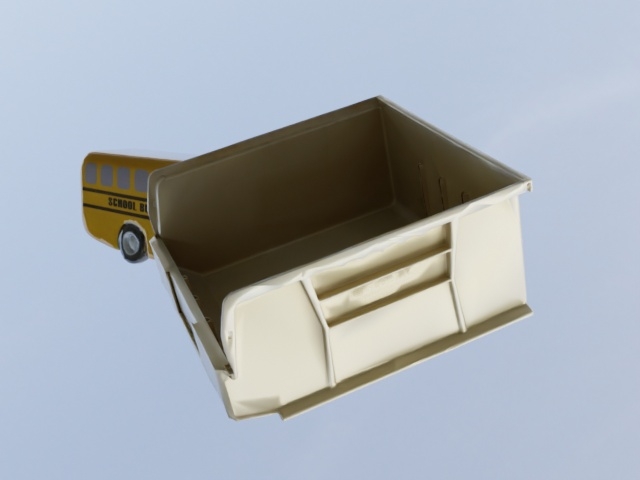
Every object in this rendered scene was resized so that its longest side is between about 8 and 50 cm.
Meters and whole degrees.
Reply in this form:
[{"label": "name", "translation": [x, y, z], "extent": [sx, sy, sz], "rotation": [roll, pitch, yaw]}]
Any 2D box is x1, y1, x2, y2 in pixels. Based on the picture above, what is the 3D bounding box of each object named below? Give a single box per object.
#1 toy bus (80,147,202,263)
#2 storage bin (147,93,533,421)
[{"label": "toy bus", "translation": [-0.141, -0.033, 1.014], "extent": [0.332, 0.130, 0.108], "rotation": [9, -168, 40]}, {"label": "storage bin", "translation": [0.000, 0.000, 0.736], "extent": [0.260, 0.123, 0.262], "rotation": [-20, -151, -14]}]
